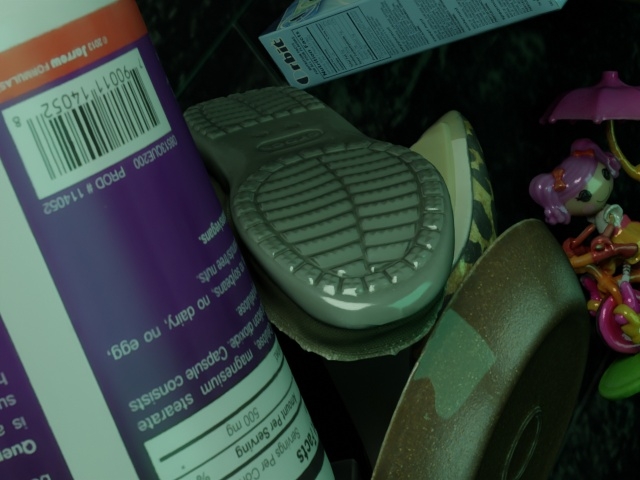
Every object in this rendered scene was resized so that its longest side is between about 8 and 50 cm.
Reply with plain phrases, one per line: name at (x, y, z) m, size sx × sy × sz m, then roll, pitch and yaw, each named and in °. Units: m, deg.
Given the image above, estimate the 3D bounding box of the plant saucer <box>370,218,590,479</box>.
plant saucer at (0.077, 0.089, 0.840) m, size 0.198 × 0.036 × 0.199 m, roll -51°, pitch 154°, yaw -38°

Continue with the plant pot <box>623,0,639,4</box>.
plant pot at (0.210, -0.298, 1.099) m, size 0.274 × 0.274 × 0.294 m, roll 20°, pitch 83°, yaw -41°

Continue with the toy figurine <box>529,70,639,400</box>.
toy figurine at (0.185, -0.018, 1.121) m, size 0.173 × 0.130 × 0.159 m, roll -42°, pitch 99°, yaw -15°

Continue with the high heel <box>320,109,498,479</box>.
high heel at (0.075, 0.077, 0.995) m, size 0.186 × 0.093 × 0.261 m, roll 42°, pitch 54°, yaw -42°

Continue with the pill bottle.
pill bottle at (-0.108, 0.055, 0.740) m, size 0.181 × 0.181 × 0.323 m, roll -32°, pitch 105°, yaw -43°

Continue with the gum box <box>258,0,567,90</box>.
gum box at (0.077, -0.154, 0.964) m, size 0.041 × 0.184 × 0.157 m, roll 56°, pitch 48°, yaw -21°

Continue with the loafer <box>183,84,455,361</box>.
loafer at (0.000, 0.000, 0.843) m, size 0.094 × 0.251 × 0.087 m, roll -14°, pitch 113°, yaw -10°
